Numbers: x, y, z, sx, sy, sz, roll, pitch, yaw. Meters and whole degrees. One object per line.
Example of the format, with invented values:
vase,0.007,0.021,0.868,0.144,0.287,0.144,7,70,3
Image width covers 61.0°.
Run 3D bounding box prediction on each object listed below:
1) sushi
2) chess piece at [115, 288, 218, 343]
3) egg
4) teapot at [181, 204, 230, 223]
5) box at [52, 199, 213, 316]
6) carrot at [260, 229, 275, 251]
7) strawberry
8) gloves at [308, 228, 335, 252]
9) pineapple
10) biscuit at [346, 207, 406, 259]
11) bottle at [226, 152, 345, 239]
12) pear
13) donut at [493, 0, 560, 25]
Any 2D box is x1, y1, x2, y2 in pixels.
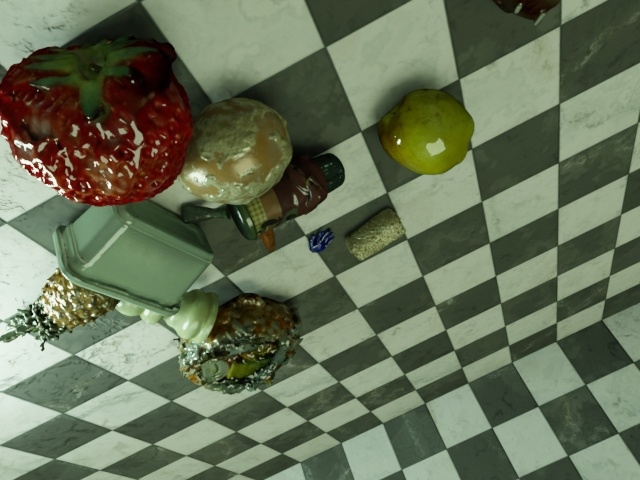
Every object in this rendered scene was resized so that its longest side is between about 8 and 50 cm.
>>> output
sushi,-0.237,0.322,1.648,0.417,0.176,0.417,-14,142,-11
chess piece,-0.406,0.165,1.393,0.251,0.144,0.144,22,126,-26
egg,-0.173,-0.171,1.062,0.245,0.203,0.203,-23,145,20
teapot,-0.259,-0.061,1.245,0.110,0.043,0.043,-1,144,11
box,-0.396,0.020,1.213,0.182,0.175,0.312,-43,139,12
carrot,-0.141,-0.032,1.373,0.057,0.057,0.224,-20,146,-4
strawberry,-0.354,-0.166,0.901,0.291,0.292,0.310,-12,124,-15
gloves,0.000,0.000,1.502,0.086,0.026,0.064,-40,138,22
pineapple,-0.615,0.164,1.277,0.340,0.169,0.169,-34,142,18
biscuit,0.152,-0.017,1.516,0.168,0.082,0.070,-33,140,14
bottle,-0.070,-0.113,1.210,0.271,0.156,0.143,-26,139,-14
pear,0.231,-0.239,1.199,0.200,0.200,0.200,-14,142,-11
donut,0.437,-0.573,0.943,0.345,0.136,0.259,-37,144,16
